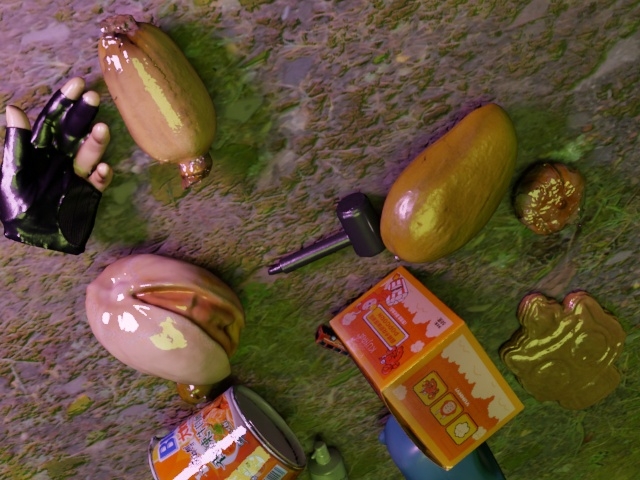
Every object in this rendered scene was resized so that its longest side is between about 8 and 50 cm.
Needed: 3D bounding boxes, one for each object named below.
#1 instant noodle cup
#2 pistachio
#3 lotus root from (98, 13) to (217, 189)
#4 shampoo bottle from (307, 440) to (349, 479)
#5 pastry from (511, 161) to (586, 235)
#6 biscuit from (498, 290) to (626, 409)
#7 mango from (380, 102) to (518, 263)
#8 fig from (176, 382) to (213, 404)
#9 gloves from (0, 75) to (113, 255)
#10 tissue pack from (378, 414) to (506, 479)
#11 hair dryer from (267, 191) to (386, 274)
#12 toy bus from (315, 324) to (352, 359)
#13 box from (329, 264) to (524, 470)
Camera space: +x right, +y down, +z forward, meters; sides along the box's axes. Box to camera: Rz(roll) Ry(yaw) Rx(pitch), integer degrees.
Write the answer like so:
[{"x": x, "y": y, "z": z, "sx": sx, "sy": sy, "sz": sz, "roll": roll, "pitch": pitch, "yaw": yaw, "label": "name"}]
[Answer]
[{"x": -0.178, "y": 0.455, "z": 1.518, "sx": 0.214, "sy": 0.296, "sz": 0.296, "roll": -43, "pitch": 117, "yaw": 3, "label": "instant noodle cup"}, {"x": -0.288, "y": 0.147, "z": 1.372, "sx": 0.309, "sy": 0.230, "sz": 0.230, "roll": 27, "pitch": 109, "yaw": -26, "label": "pistachio"}, {"x": -0.265, "y": -0.235, "z": 1.213, "sx": 0.146, "sy": 0.131, "sz": 0.303, "roll": -13, "pitch": 121, "yaw": 23, "label": "lotus root"}, {"x": 0.027, "y": 0.572, "z": 1.712, "sx": 0.085, "sy": 0.085, "sz": 0.262, "roll": -16, "pitch": 118, "yaw": -2, "label": "shampoo bottle"}, {"x": 0.456, "y": -0.084, "z": 1.452, "sx": 0.153, "sy": 0.081, "sz": 0.153, "roll": 0, "pitch": 119, "yaw": 1, "label": "pastry"}, {"x": 0.564, "y": 0.253, "z": 1.666, "sx": 0.269, "sy": 0.051, "sz": 0.376, "roll": -38, "pitch": 117, "yaw": 8, "label": "biscuit"}, {"x": 0.250, "y": -0.091, "z": 1.376, "sx": 0.331, "sy": 0.142, "sz": 0.195, "roll": -43, "pitch": 122, "yaw": 4, "label": "mango"}, {"x": -0.260, "y": 0.307, "z": 1.514, "sx": 0.084, "sy": 0.098, "sz": 0.082, "roll": -23, "pitch": 121, "yaw": 15, "label": "fig"}, {"x": -0.446, "y": -0.127, "z": 1.226, "sx": 0.197, "sy": 0.152, "sz": 0.301, "roll": 15, "pitch": 108, "yaw": -41, "label": "gloves"}, {"x": 0.271, "y": 0.486, "z": 1.646, "sx": 0.206, "sy": 0.198, "sz": 0.287, "roll": -33, "pitch": 120, "yaw": 5, "label": "tissue pack"}, {"x": 0.001, "y": 0.001, "z": 1.432, "sx": 0.248, "sy": 0.070, "sz": 0.114, "roll": -22, "pitch": 120, "yaw": 11, "label": "hair dryer"}, {"x": 0.039, "y": 0.219, "z": 1.561, "sx": 0.110, "sy": 0.031, "sz": 0.043, "roll": 27, "pitch": 116, "yaw": -22, "label": "toy bus"}, {"x": 0.199, "y": 0.246, "z": 1.445, "sx": 0.214, "sy": 0.283, "sz": 0.259, "roll": -40, "pitch": 117, "yaw": -2, "label": "box"}]
